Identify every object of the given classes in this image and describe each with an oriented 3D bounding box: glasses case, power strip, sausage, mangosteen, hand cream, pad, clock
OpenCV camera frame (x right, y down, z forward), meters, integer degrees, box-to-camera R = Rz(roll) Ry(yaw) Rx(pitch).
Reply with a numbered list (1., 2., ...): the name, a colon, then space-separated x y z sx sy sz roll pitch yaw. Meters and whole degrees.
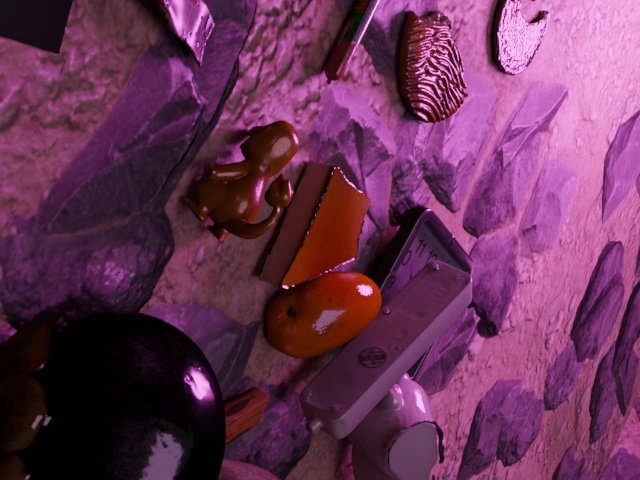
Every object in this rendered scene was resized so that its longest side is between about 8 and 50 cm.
1. glasses case: -0.150 0.268 1.402 0.170 0.041 0.064 -27 146 -45
2. power strip: 0.105 0.175 1.574 0.385 0.091 0.062 -43 140 -29
3. sausage: 0.059 -0.319 1.391 0.029 0.029 0.223 35 78 -55
4. mangosteen: -0.253 0.205 1.068 0.302 0.275 0.275 16 95 -24
5. hand cream: -0.165 -0.262 1.113 0.163 0.039 0.062 38 60 -56
6. pad: -0.310 -0.264 0.944 0.190 0.004 0.127 9 100 -55
7. clock: 0.154 0.104 1.720 0.279 0.049 0.273 -61 145 -11

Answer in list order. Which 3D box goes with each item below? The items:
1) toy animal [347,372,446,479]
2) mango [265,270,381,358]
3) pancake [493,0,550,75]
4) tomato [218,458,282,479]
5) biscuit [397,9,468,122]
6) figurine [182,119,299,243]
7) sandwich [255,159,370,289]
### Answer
1. toy animal: 0.116 0.386 1.719 0.208 0.154 0.325 6 112 -32
2. mango: 0.017 0.112 1.495 0.217 0.102 0.141 -13 124 -48
3. pancake: 0.361 -0.388 1.776 0.184 0.020 0.190 -54 144 -20
4. tomato: -0.149 0.437 1.307 0.303 0.239 0.303 -33 138 -36
5. biscuit: 0.190 -0.277 1.590 0.228 0.031 0.176 3 106 -53
6. figurine: -0.078 -0.076 1.250 0.176 0.122 0.121 -58 141 -14
7. sandwich: 0.000 0.000 1.451 0.162 0.058 0.193 38 73 -55
